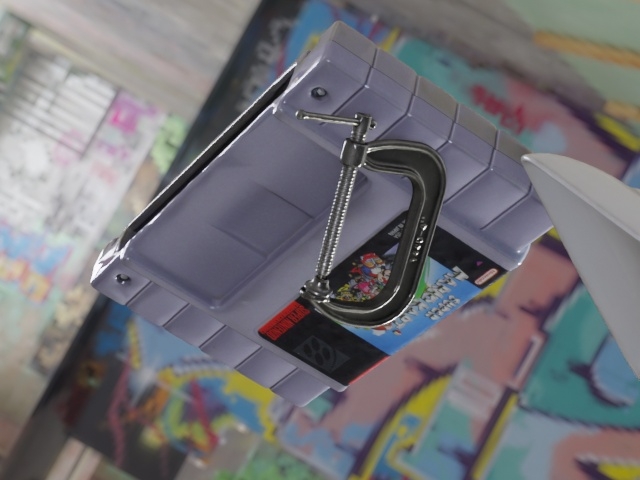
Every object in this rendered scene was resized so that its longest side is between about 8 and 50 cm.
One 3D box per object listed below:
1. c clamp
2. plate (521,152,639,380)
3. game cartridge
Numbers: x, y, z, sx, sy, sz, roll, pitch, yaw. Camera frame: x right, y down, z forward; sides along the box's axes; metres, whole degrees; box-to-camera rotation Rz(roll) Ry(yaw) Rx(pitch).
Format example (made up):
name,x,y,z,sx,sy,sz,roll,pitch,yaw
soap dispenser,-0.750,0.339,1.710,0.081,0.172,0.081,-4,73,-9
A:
name,x,y,z,sx,sy,sz,roll,pitch,yaw
c clamp,0.025,-0.013,1.140,0.137,0.160,0.022,-2,-160,-35
plate,0.262,0.075,1.006,0.278,0.045,0.277,40,170,44
game cartridge,0.000,0.000,1.285,0.230,0.068,0.355,35,136,-15
